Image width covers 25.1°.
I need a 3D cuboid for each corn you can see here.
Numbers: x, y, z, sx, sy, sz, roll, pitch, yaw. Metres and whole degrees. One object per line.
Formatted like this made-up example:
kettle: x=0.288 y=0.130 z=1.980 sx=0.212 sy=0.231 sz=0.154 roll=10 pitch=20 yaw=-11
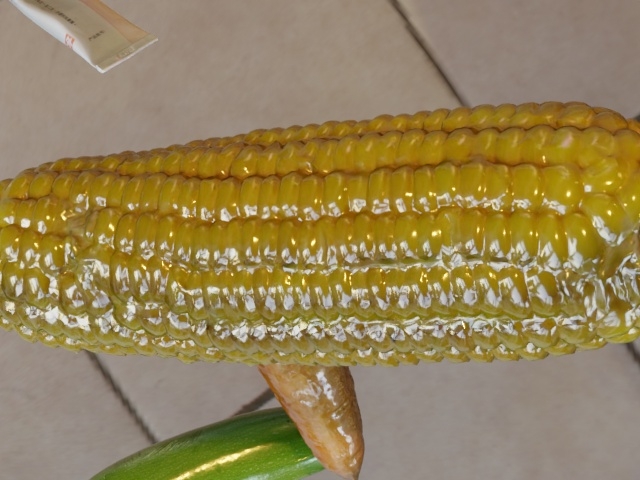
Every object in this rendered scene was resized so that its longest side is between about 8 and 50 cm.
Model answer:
corn: x=0.000 y=0.000 z=0.674 sx=0.363 sy=0.120 sz=0.120 roll=-1 pitch=79 yaw=23

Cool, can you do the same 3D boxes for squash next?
squash: x=-0.111 y=0.216 z=1.341 sx=0.292 sy=0.082 sz=0.082 roll=-21 pitch=88 yaw=-5

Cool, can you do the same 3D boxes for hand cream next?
hand cream: x=-0.229 y=-0.207 z=1.218 sx=0.216 sy=0.038 sz=0.052 roll=37 pitch=88 yaw=28

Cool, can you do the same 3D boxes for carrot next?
carrot: x=-0.004 y=0.125 z=1.127 sx=0.072 sy=0.072 sz=0.205 roll=-34 pitch=127 yaw=-19
